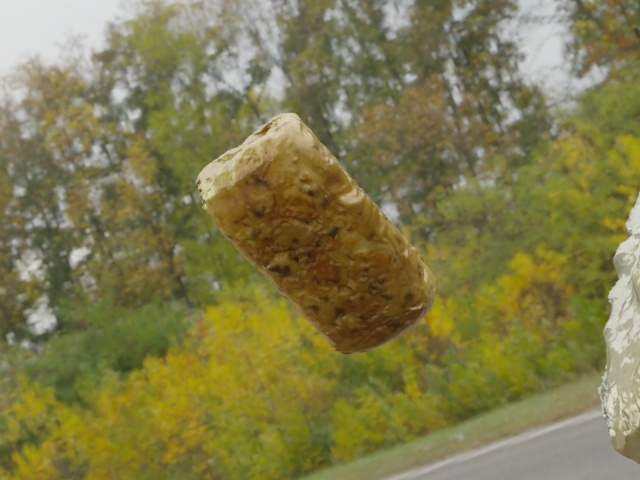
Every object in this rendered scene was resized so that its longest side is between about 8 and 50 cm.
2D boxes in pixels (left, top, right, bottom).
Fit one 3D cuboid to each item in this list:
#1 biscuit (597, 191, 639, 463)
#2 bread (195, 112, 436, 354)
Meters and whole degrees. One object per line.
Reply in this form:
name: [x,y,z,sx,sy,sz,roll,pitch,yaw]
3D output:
biscuit: [0.260,-0.001,0.706,0.179,0.084,0.281,110,-175,-47]
bread: [0.000,0.000,0.825,0.114,0.211,0.083,-34,28,20]
